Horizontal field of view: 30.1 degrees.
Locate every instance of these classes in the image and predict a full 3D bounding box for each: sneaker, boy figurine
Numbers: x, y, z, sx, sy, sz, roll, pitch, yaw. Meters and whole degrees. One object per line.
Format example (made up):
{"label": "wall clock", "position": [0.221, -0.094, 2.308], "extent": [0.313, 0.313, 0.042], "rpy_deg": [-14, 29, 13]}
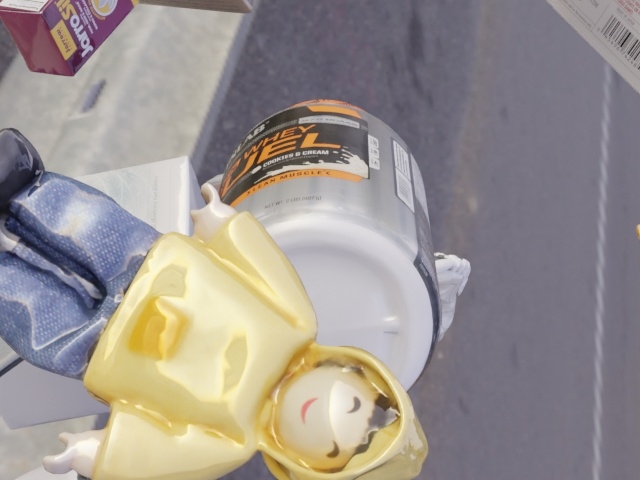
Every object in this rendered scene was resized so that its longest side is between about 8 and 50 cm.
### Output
{"label": "sneaker", "position": [0.151, 0.079, 1.679], "extent": [0.292, 0.110, 0.118], "rpy_deg": [41, 61, -73]}
{"label": "boy figurine", "position": [-0.077, 0.060, 0.640], "extent": [0.177, 0.285, 0.092], "rpy_deg": [-55, 170, -18]}

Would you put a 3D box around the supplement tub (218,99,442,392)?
{"label": "supplement tub", "position": [0.000, 0.000, 1.033], "extent": [0.316, 0.193, 0.194], "rpy_deg": [-88, 162, -65]}

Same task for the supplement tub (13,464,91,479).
{"label": "supplement tub", "position": [-0.202, 0.292, 1.017], "extent": [0.190, 0.117, 0.117], "rpy_deg": [59, 28, -25]}

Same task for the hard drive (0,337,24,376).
{"label": "hard drive", "position": [-0.264, 0.061, 0.916], "extent": [0.094, 0.135, 0.022], "rpy_deg": [54, 1, 15]}

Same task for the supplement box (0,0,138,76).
{"label": "supplement box", "position": [-0.167, -0.157, 0.791], "extent": [0.083, 0.043, 0.055], "rpy_deg": [-58, 145, -32]}

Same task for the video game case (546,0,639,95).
{"label": "video game case", "position": [0.320, -0.328, 1.162], "extent": [0.036, 0.300, 0.329], "rpy_deg": [-21, 63, -37]}

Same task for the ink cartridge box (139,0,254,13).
{"label": "ink cartridge box", "position": [-0.210, -0.357, 1.492], "extent": [0.193, 0.234, 0.088], "rpy_deg": [32, 66, -82]}

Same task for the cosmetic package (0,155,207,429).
{"label": "cosmetic package", "position": [-0.226, 0.051, 1.225], "extent": [0.138, 0.224, 0.224], "rpy_deg": [73, 7, -46]}

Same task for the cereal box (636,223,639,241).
{"label": "cereal box", "position": [0.484, -0.021, 1.270], "extent": [0.173, 0.240, 0.047], "rpy_deg": [28, 44, -43]}

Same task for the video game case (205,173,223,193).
{"label": "video game case", "position": [-0.048, 0.040, 1.506], "extent": [0.285, 0.025, 0.204], "rpy_deg": [60, -12, -8]}
